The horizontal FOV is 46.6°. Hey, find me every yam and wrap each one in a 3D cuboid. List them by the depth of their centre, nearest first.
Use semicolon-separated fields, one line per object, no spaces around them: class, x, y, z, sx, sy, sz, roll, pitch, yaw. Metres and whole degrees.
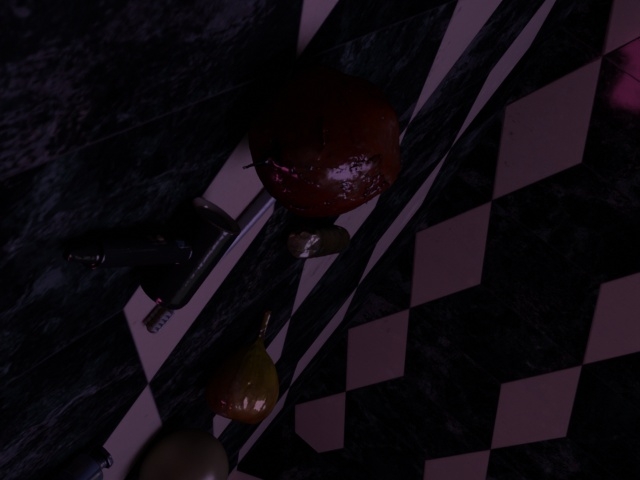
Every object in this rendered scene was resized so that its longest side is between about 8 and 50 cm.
yam;0.000;0.000;1.461;0.071;0.067;0.317;-65;168;6

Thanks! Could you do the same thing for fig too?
fig;-0.155;0.272;1.621;0.159;0.159;0.257;20;90;-78

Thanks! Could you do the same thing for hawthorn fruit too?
hawthorn fruit;-0.005;-0.101;0.843;0.235;0.181;0.181;-32;159;-55

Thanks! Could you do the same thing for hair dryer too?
hair dryer;-0.197;0.021;0.808;0.128;0.070;0.255;-53;161;17

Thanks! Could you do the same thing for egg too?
egg;-0.303;0.516;1.633;0.241;0.186;0.186;-52;170;32

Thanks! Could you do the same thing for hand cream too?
hand cream;-0.432;0.415;1.134;0.091;0.058;0.271;-10;-159;42

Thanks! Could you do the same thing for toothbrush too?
toothbrush;-0.130;-0.001;1.060;0.342;0.025;0.030;-48;166;-8
